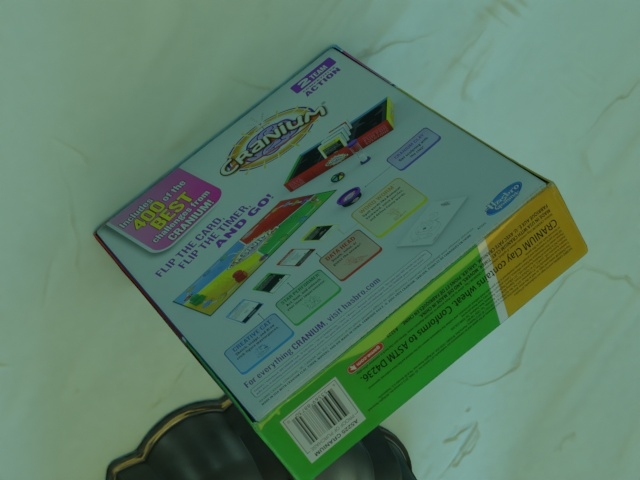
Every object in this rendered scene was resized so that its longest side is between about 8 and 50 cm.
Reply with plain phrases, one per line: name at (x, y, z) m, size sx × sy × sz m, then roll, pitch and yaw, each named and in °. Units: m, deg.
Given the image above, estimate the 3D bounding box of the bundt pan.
bundt pan at (-0.038, 0.287, 1.376) m, size 0.331 × 0.124 × 0.330 m, roll -10°, pitch 115°, yaw -22°

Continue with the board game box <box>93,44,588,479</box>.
board game box at (0.000, 0.000, 1.151) m, size 0.242 × 0.316 × 0.064 m, roll -38°, pitch 124°, yaw -6°
